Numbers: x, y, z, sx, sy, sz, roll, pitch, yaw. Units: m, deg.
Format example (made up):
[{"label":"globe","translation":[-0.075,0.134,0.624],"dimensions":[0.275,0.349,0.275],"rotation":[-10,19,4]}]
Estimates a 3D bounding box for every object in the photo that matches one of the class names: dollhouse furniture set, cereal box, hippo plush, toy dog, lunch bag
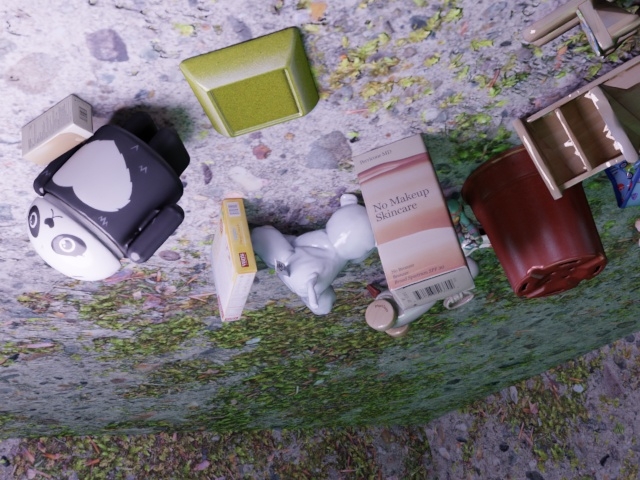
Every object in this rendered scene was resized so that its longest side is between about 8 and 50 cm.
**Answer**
[{"label":"dollhouse furniture set","translation":[0.452,-0.182,1.150],"dimensions":[0.256,0.362,0.394],"rotation":[-30,179,26]},{"label":"cereal box","translation":[-0.187,0.046,1.466],"dimensions":[0.047,0.173,0.240],"rotation":[-5,153,-18]},{"label":"hippo plush","translation":[0.000,0.000,1.494],"dimensions":[0.236,0.234,0.294],"rotation":[-44,169,-6]},{"label":"toy dog","translation":[0.256,0.127,1.911],"dimensions":[0.333,0.161,0.220],"rotation":[-26,152,-9]},{"label":"lunch bag","translation":[0.761,-0.208,1.458],"dimensions":[0.221,0.138,0.293],"rotation":[-9,153,-6]}]

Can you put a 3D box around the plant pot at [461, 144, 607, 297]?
[{"label":"plant pot","translation":[0.478,-0.032,1.527],"dimensions":[0.272,0.265,0.272],"rotation":[-11,153,-5]}]

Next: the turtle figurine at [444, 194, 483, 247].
[{"label":"turtle figurine","translation":[0.287,-0.039,1.584],"dimensions":[0.175,0.118,0.234],"rotation":[15,169,6]}]

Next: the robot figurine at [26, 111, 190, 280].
[{"label":"robot figurine","translation":[-0.330,-0.070,1.095],"dimensions":[0.173,0.278,0.209],"rotation":[47,161,-29]}]

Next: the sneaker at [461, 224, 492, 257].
[{"label":"sneaker","translation":[0.385,-0.007,1.781],"dimensions":[0.161,0.057,0.075],"rotation":[-19,136,14]}]

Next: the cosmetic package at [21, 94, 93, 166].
[{"label":"cosmetic package","translation":[-0.405,-0.168,1.072],"dimensions":[0.115,0.060,0.041],"rotation":[-24,152,23]}]

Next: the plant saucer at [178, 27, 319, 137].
[{"label":"plant saucer","translation":[-0.103,-0.233,1.105],"dimensions":[0.188,0.045,0.188],"rotation":[-16,153,4]}]

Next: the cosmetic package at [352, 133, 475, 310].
[{"label":"cosmetic package","translation":[0.177,-0.036,1.343],"dimensions":[0.153,0.296,0.129],"rotation":[-21,152,10]}]

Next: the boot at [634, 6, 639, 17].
[{"label":"boot","translation":[0.615,-0.433,1.053],"dimensions":[0.248,0.090,0.207],"rotation":[-21,167,5]}]
